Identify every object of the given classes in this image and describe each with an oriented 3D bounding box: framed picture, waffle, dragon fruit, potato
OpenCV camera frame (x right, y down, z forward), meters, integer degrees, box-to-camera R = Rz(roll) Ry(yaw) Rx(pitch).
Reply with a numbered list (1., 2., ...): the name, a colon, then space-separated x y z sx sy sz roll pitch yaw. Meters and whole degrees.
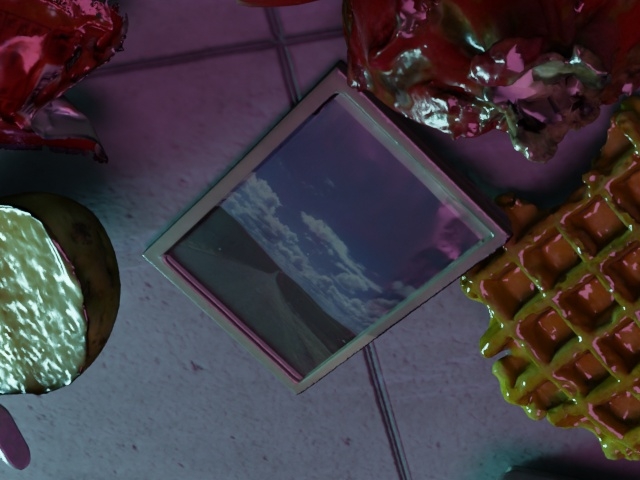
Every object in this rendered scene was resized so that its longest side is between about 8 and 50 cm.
1. framed picture: 0.000 0.000 1.003 0.189 0.023 0.260 43 123 -10
2. waffle: 0.248 0.033 0.950 0.300 0.058 0.282 -14 100 29
3. dragon fruit: 0.127 -0.151 0.773 0.262 0.212 0.134 -16 135 10
4. potato: -0.247 0.028 0.995 0.271 0.111 0.160 -9 112 38

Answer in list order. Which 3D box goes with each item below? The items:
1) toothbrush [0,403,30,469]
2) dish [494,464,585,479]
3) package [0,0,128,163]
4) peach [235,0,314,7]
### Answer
1. toothbrush: -0.309 0.022 0.948 0.029 0.024 0.354 -8 111 51
2. dish: 0.239 0.286 1.221 0.212 0.077 0.151 14 129 -7
3. package: -0.273 -0.139 0.898 0.269 0.071 0.194 15 117 -4
4. peach: -0.047 -0.242 0.710 0.226 0.190 0.196 20 143 -21
